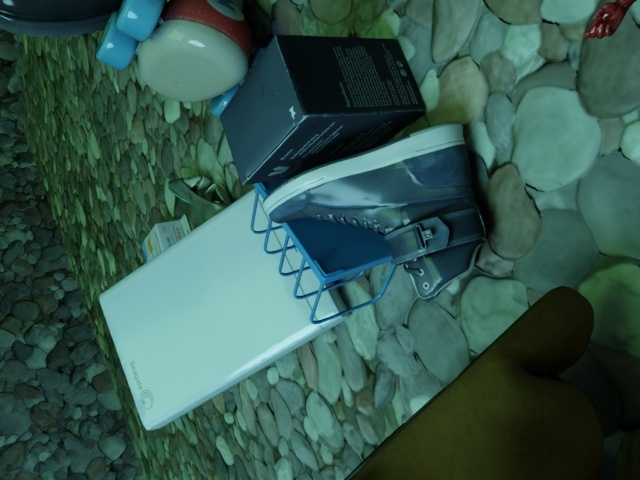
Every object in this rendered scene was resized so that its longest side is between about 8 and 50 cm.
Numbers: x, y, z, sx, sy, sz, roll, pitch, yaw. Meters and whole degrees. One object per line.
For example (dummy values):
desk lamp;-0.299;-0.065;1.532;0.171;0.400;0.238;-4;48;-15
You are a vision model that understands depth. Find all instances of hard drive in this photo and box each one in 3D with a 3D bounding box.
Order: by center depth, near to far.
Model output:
hard drive;-0.158;0.096;0.830;0.353;0.047;0.233;-33;71;15

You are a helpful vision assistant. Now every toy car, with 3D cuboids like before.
toy car;-0.163;-0.332;0.794;0.210;0.219;0.238;-8;66;56

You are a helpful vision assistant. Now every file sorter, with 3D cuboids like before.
file sorter;0.000;0.000;0.689;0.170;0.118;0.105;54;146;30

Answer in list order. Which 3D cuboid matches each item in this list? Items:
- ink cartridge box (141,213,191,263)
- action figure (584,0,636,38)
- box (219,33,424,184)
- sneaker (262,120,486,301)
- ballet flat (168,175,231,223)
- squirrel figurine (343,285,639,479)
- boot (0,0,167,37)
ink cartridge box;-0.339;0.022;1.242;0.181;0.061;0.105;-34;72;54
action figure;0.212;-0.134;0.320;0.138;0.091;0.281;-21;78;12
box;-0.003;-0.140;0.610;0.156;0.158;0.093;-33;73;54
sneaker;0.054;-0.007;0.572;0.226;0.086;0.164;-16;90;23
ballet flat;-0.215;-0.082;1.038;0.213;0.072;0.068;39;103;42
squirrel figurine;0.152;0.283;0.334;0.370;0.396;0.281;47;128;18
boot;-0.250;-0.488;0.688;0.146;0.367;0.445;49;140;9
